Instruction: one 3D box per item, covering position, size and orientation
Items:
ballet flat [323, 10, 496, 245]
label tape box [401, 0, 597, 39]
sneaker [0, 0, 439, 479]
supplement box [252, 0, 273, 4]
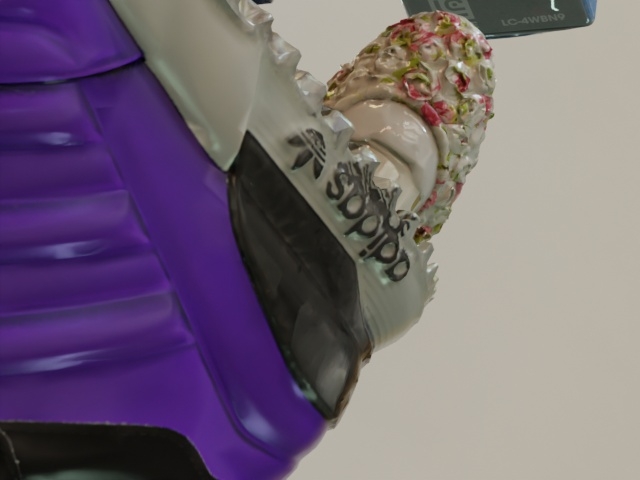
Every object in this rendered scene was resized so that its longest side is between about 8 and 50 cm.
[{"bbox_3d":[0.000,0.000,0.874,0.241,0.091,0.077,-52,-173,10],"label":"ballet flat"},{"bbox_3d":[0.068,-0.311,0.995,0.115,0.348,0.249,-5,-127,22],"label":"label tape box"},{"bbox_3d":[-0.091,-0.015,0.356,0.102,0.293,0.146,22,-110,47],"label":"sneaker"},{"bbox_3d":[-0.032,-0.140,0.663,0.083,0.083,0.056,-55,177,12],"label":"supplement box"}]
